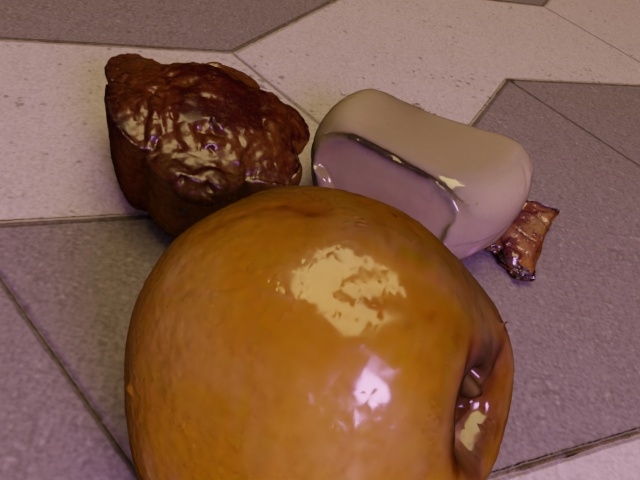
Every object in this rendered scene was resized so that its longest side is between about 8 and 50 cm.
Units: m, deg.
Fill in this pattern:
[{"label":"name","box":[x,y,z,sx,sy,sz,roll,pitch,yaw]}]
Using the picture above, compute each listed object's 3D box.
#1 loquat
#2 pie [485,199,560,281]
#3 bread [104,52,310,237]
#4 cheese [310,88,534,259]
[{"label":"loquat","box":[-0.011,0.098,0.485,0.274,0.275,0.275,12,39,-10]},{"label":"pie","box":[0.255,-0.010,0.885,0.092,0.034,0.170,23,43,10]},{"label":"bread","box":[-0.122,-0.107,0.757,0.232,0.135,0.247,-2,43,-26]},{"label":"cheese","box":[0.119,-0.087,0.841,0.266,0.127,0.233,28,40,16]}]
